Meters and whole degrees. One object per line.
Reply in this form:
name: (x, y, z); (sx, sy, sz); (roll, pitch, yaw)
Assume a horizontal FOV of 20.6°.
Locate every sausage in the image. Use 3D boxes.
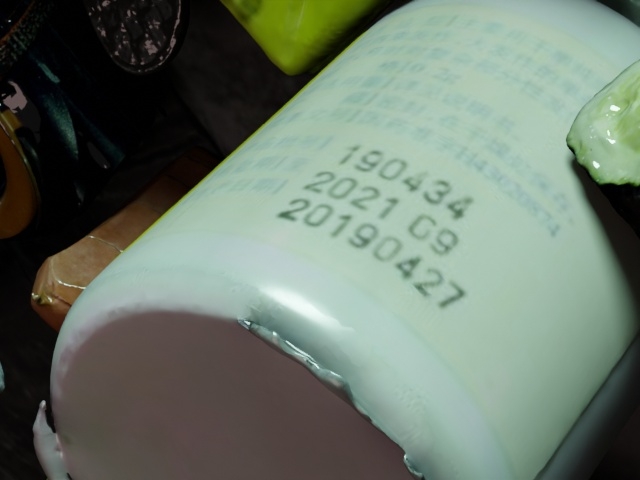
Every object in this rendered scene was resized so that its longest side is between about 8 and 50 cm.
sausage: (-0.119, 0.008, 1.106); (0.065, 0.169, 0.065); (23, 135, 25)

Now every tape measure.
tape measure: (-0.213, -0.101, 1.127); (0.223, 0.135, 0.202); (-15, 122, 46)

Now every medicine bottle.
medicine bottle: (0.064, 0.007, 0.809); (0.213, 0.378, 0.213); (21, 133, 24)

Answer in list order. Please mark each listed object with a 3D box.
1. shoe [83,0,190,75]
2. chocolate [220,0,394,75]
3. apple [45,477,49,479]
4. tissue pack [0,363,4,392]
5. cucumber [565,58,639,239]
shoe: (-0.114, -0.188, 1.047); (0.071, 0.049, 0.179); (-23, 89, 33)
chocolate: (-0.003, -0.277, 0.816); (0.301, 0.137, 0.289); (50, 137, 0)
apple: (-0.059, 0.294, 1.165); (0.311, 0.320, 0.360); (-3, 99, 29)
tissue pack: (-0.381, -0.001, 1.239); (0.288, 0.124, 0.394); (56, 160, -16)
cucumber: (0.197, 0.029, 0.704); (0.241, 0.074, 0.074); (51, 137, -4)
